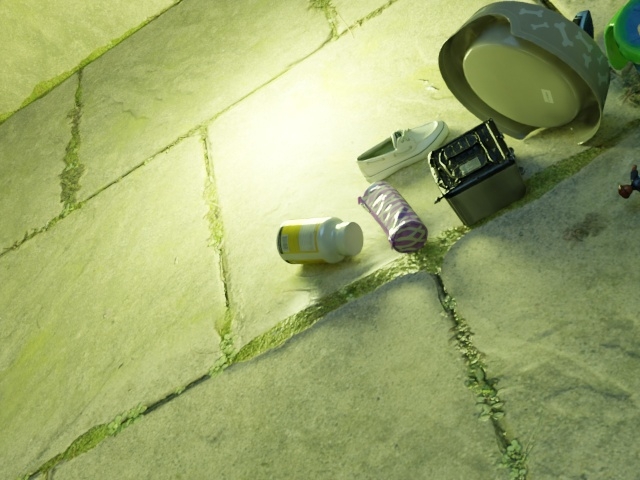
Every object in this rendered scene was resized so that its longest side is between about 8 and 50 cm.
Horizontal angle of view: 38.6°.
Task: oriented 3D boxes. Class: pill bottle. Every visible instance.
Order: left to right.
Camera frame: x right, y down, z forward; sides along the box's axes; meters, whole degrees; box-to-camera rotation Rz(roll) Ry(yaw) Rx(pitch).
[{"bbox_3d":[0.000,0.000,2.001,0.184,0.103,0.103,-2,50,39],"label":"pill bottle"}]

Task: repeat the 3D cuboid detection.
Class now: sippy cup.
[{"bbox_3d":[0.683,-0.337,1.666,0.240,0.224,0.305,-29,38,12],"label":"sippy cup"}]

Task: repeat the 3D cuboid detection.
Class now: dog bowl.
[{"bbox_3d":[0.410,-0.331,1.811,0.349,0.349,0.102,13,65,47],"label":"dog bowl"}]

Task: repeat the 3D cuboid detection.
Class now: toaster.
[{"bbox_3d":[0.315,-0.137,1.869,0.186,0.110,0.168,-29,37,13],"label":"toaster"}]

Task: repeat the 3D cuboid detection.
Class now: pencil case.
[{"bbox_3d":[0.151,-0.052,1.937,0.088,0.086,0.206,-9,31,-17],"label":"pencil case"}]

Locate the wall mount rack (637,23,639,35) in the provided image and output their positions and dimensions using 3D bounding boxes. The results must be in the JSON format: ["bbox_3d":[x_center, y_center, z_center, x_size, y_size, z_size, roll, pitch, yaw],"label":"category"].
[{"bbox_3d":[0.680,-0.247,1.480,0.350,0.130,0.304,-22,71,22],"label":"wall mount rack"}]

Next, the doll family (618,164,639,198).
[{"bbox_3d":[0.600,-0.070,1.589,0.111,0.076,0.193,-35,31,13],"label":"doll family"}]

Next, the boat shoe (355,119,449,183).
[{"bbox_3d":[0.186,-0.215,2.092,0.226,0.076,0.083,-35,37,5],"label":"boat shoe"}]

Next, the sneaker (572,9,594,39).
[{"bbox_3d":[0.535,-0.413,1.995,0.091,0.081,0.232,1,53,32],"label":"sneaker"}]
